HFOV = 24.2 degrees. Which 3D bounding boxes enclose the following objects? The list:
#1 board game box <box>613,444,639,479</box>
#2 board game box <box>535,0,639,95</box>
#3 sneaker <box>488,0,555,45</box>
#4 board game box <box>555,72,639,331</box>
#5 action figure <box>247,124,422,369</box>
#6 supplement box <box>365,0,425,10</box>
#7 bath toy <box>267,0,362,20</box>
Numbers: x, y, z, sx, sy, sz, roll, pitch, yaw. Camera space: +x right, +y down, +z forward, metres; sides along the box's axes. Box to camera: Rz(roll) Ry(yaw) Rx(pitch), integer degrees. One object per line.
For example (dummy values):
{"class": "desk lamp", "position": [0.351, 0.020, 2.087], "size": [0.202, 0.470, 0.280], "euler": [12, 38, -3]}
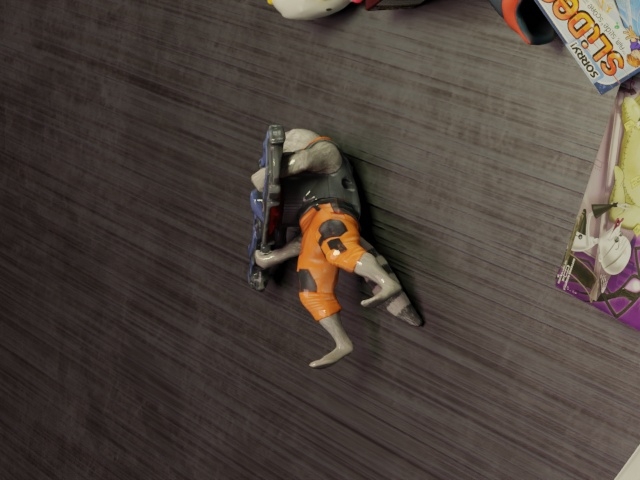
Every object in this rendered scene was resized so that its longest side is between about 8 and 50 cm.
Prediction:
{"class": "board game box", "position": [0.490, 0.313, 1.524], "size": [0.390, 0.050, 0.390], "euler": [50, 127, 33]}
{"class": "board game box", "position": [0.294, -0.270, 1.574], "size": [0.136, 0.035, 0.201], "euler": [-34, 93, 45]}
{"class": "sneaker", "position": [0.305, -0.342, 1.628], "size": [0.148, 0.131, 0.350], "euler": [62, 145, 14]}
{"class": "board game box", "position": [0.382, -0.073, 1.583], "size": [0.208, 0.056, 0.347], "euler": [28, 108, 45]}
{"class": "action figure", "position": [0.000, 0.000, 2.015], "size": [0.341, 0.178, 0.330], "euler": [107, 149, -61]}
{"class": "supplement box", "position": [0.112, -0.363, 1.806], "size": [0.239, 0.073, 0.130], "euler": [175, 91, -76]}
{"class": "bath toy", "position": [0.012, -0.453, 1.951], "size": [0.129, 0.151, 0.348], "euler": [15, 109, 19]}
